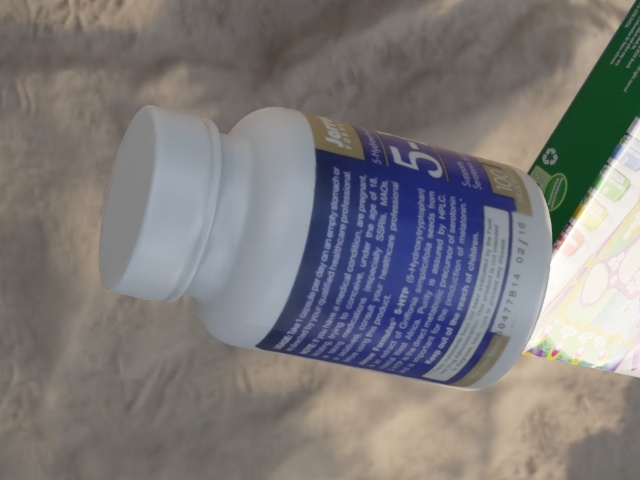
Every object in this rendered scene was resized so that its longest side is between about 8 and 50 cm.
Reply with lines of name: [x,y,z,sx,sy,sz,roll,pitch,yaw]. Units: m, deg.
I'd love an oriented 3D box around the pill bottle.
pill bottle: [0.000,0.000,0.660,0.186,0.112,0.112,13,125,-21]

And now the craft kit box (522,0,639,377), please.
craft kit box: [0.235,-0.024,0.984,0.246,0.061,0.250,12,114,-48]
